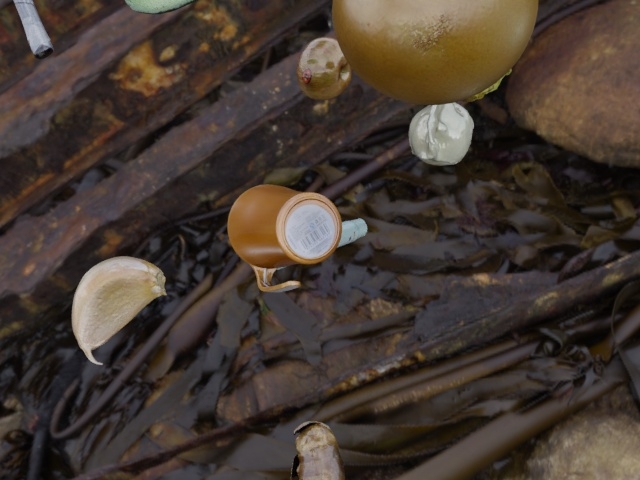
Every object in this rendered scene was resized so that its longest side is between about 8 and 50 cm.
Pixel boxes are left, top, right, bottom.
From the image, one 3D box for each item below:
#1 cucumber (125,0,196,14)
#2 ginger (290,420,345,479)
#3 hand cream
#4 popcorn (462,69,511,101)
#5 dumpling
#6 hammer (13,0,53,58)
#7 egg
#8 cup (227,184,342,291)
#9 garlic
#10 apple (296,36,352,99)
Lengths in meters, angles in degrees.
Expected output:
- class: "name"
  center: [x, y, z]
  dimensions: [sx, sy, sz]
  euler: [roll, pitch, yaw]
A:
- class: "cucumber"
  center: [-0.254, -0.464, 1.057]
  dimensions: [0.243, 0.115, 0.063]
  euler: [-1, 23, 36]
- class: "ginger"
  center: [-0.026, 0.458, 1.037]
  dimensions: [0.107, 0.133, 0.309]
  euler: [-45, 13, 36]
- class: "hand cream"
  center: [0.000, 0.000, 1.495]
  dimensions: [0.058, 0.085, 0.331]
  euler: [43, 36, 25]
- class: "popcorn"
  center: [0.364, -0.437, 1.482]
  dimensions: [0.216, 0.235, 0.181]
  euler: [31, 89, -4]
- class: "dumpling"
  center: [0.280, -0.270, 1.406]
  dimensions: [0.147, 0.193, 0.258]
  euler: [12, 26, 17]
- class: "hammer"
  center: [-0.644, -0.563, 1.237]
  dimensions: [0.152, 0.044, 0.427]
  euler: [-21, 88, 10]
- class: "egg"
  center: [0.174, -0.350, 0.923]
  dimensions: [0.282, 0.283, 0.351]
  euler: [27, 30, 32]
- class: "cup"
  center: [-0.072, -0.004, 1.211]
  dimensions: [0.264, 0.182, 0.226]
  euler: [-175, 91, -66]
- class: "garlic"
  center: [-0.467, 0.138, 1.363]
  dimensions: [0.164, 0.145, 0.245]
  euler: [38, 79, 12]
- class: "apple"
  center: [0.011, -0.350, 1.243]
  dimensions: [0.102, 0.126, 0.126]
  euler: [16, 63, 23]
